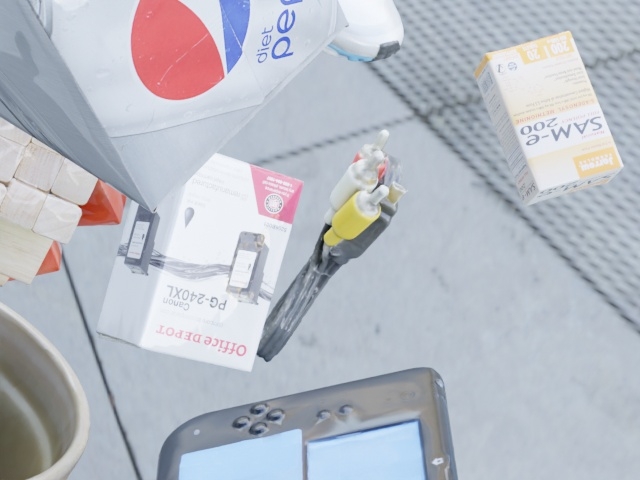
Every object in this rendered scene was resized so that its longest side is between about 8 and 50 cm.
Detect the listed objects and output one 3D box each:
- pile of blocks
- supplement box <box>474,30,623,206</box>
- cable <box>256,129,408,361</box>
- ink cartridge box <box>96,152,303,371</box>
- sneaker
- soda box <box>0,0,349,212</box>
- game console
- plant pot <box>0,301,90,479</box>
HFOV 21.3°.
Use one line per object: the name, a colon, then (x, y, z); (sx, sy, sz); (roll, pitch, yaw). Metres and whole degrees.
pile of blocks: (-0.189, -0.037, 1.015); (0.113, 0.362, 0.149); (24, 68, -24)
supplement box: (0.146, -0.078, 1.094); (0.062, 0.036, 0.098); (-17, 77, -14)
cable: (0.000, 0.000, 1.777); (0.072, 0.287, 0.139); (32, 34, -17)
ink cartridge box: (-0.087, 0.013, 1.239); (0.109, 0.063, 0.150); (16, 88, -40)
sneaker: (-0.005, -0.192, 1.011); (0.071, 0.083, 0.190); (-19, 68, -38)
soda box: (-0.127, -0.119, 0.570); (0.091, 0.098, 0.286); (-45, 48, -17)
game console: (-0.018, 0.284, 1.852); (0.342, 0.060, 0.386); (-17, 29, 8)
plant pot: (-0.379, 0.204, 1.334); (0.323, 0.280, 0.323); (23, 21, -9)
